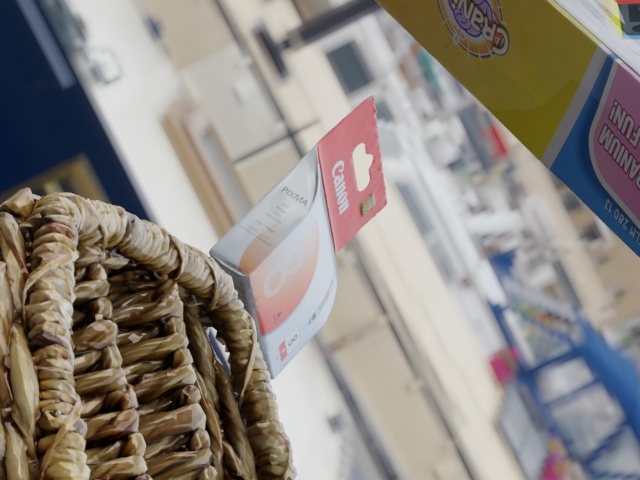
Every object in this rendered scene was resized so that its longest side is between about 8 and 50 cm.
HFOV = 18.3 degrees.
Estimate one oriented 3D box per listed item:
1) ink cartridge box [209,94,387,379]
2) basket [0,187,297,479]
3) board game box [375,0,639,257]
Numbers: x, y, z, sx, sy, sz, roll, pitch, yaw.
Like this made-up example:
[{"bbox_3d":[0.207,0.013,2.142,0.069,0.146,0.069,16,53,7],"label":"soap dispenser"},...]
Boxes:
[{"bbox_3d":[0.000,0.000,1.469,0.045,0.179,0.145,36,-24,27],"label":"ink cartridge box"},{"bbox_3d":[-0.087,0.131,0.840,0.213,0.223,0.299,112,-35,-64],"label":"basket"},{"bbox_3d":[0.173,-0.096,0.815,0.316,0.242,0.064,50,-38,41],"label":"board game box"}]
